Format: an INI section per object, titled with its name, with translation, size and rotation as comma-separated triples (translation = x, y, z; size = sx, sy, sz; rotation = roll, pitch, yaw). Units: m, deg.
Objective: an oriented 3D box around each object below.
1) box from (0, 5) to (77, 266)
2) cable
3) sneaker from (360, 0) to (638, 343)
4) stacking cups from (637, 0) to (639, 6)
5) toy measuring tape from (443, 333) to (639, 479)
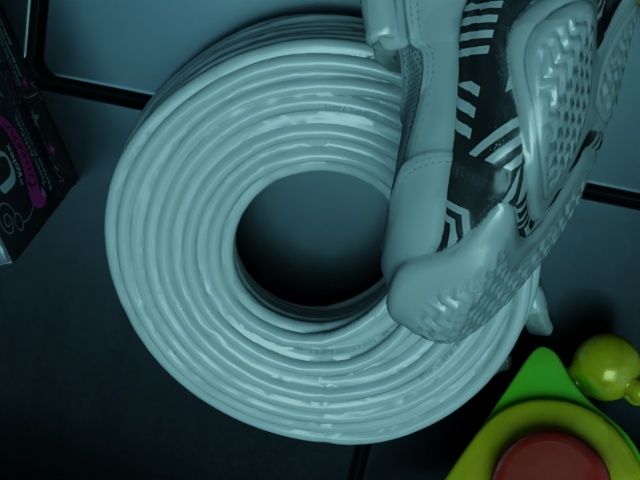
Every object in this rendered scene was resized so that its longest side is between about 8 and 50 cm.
[box]
translation = -0.268, -0.096, 0.570
size = 0.163, 0.142, 0.247
rotation = -17, 109, 9
[cable]
translation = 0.000, 0.000, 0.622
size = 0.257, 0.089, 0.257
rotation = -12, 111, 8
[sneaker]
translation = 0.044, -0.148, 0.494
size = 0.210, 0.137, 0.366
rotation = 17, 93, 23
[stacking cups]
translation = 0.289, -0.067, 0.576
size = 0.316, 0.096, 0.096
rotation = 42, 108, -13
[toy measuring tape]
translation = 0.105, 0.204, 0.636
size = 0.121, 0.121, 0.330
rotation = 35, 87, -10
